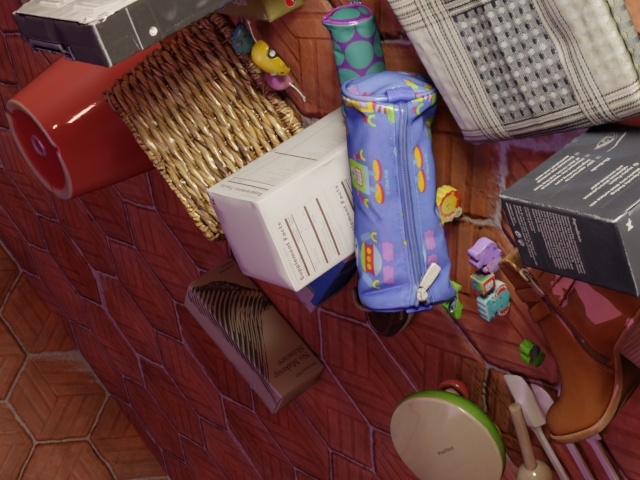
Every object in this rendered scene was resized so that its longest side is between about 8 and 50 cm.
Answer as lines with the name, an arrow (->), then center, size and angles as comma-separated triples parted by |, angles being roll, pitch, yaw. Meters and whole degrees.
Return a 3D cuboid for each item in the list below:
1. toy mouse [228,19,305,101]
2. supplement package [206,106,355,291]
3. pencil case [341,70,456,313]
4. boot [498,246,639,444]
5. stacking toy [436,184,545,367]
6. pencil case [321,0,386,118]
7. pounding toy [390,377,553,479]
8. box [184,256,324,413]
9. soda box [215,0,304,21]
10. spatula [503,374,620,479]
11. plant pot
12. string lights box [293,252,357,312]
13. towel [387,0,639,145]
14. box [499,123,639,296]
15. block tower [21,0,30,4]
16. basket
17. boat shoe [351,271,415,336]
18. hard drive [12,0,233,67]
toy mouse -> -0.086, -0.255, 1.764 | 0.161, 0.031, 0.143 | 47, 177, -30
supplement package -> 0.000, -0.060, 1.634 | 0.139, 0.244, 0.133 | 15, 134, 55
pencil case -> 0.096, -0.052, 1.532 | 0.133, 0.119, 0.306 | -139, 40, -67
boot -> 0.283, 0.107, 1.461 | 0.220, 0.109, 0.283 | 42, 148, 7
stacking toy -> 0.220, 0.049, 1.615 | 0.167, 0.052, 0.221 | 34, 150, 41
pencil case -> 0.045, -0.223, 1.571 | 0.070, 0.064, 0.151 | 16, 136, 32
pounding toy -> 0.228, 0.274, 1.831 | 0.237, 0.110, 0.183 | 0, 120, 37
box -> -0.125, 0.173, 2.305 | 0.275, 0.113, 0.094 | 48, 153, 14
soda box -> -0.103, -0.341, 1.695 | 0.181, 0.061, 0.058 | 21, 137, 51
spatula -> 0.348, 0.288, 1.714 | 0.242, 0.019, 0.168 | 59, 154, -15
plant pot -> -0.382, -0.211, 2.140 | 0.275, 0.243, 0.275 | 42, 152, 29
string lights box -> 0.000, 0.000, 1.908 | 0.133, 0.077, 0.259 | 51, 155, 9
towel -> 0.179, -0.253, 1.307 | 0.312, 0.056, 0.324 | -3, 117, 62
box -> 0.294, -0.035, 1.245 | 0.158, 0.156, 0.093 | 17, 136, 53
block tower -> -0.546, -0.567, 2.178 | 0.335, 0.097, 0.091 | 60, 155, -13
basket -> -0.146, -0.174, 1.940 | 0.299, 0.223, 0.213 | 53, -172, 5
boat shoe -> 0.082, 0.067, 1.820 | 0.095, 0.095, 0.257 | 42, 152, 27
hard drive -> -0.182, -0.321, 1.532 | 0.237, 0.339, 0.064 | 20, 138, 53
